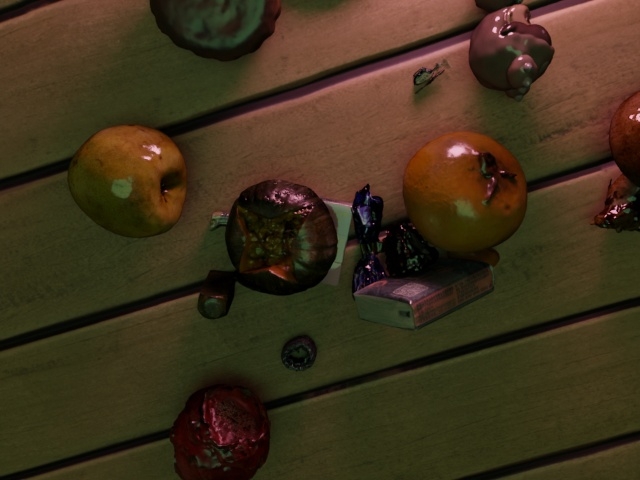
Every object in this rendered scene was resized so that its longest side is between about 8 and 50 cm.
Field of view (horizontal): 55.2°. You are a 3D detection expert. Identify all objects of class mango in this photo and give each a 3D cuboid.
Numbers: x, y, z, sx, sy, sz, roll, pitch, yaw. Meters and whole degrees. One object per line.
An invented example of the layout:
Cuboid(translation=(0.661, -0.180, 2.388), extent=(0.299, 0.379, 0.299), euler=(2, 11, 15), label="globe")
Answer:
Cuboid(translation=(0.437, 0.047, 1.757), extent=(0.159, 0.084, 0.105), euler=(24, 109, -5), label="mango")

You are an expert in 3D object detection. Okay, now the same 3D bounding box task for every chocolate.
Cuboid(translation=(0.140, 0.006, 1.740), extent=(0.148, 0.126, 0.343), euler=(-14, 105, -36), label="chocolate")
Cuboid(translation=(0.232, 0.010, 1.656), extent=(0.156, 0.156, 0.133), euler=(-21, 104, 6), label="chocolate")

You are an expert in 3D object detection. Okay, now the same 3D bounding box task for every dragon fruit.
Cuboid(translation=(-0.290, 0.582, 1.799), extent=(0.295, 0.295, 0.302), euler=(20, 107, -4), label="dragon fruit")

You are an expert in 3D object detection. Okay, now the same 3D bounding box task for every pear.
Cuboid(translation=(-0.511, -0.155, 1.612), extent=(0.304, 0.304, 0.304), euler=(0, 104, 1), label="pear")

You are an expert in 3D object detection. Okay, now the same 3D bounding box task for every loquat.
Cuboid(translation=(0.367, -0.116, 1.616), extent=(0.328, 0.359, 0.328), euler=(7, 66, -17), label="loquat")

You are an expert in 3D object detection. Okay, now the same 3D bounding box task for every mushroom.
Cuboid(translation=(0.914, -0.221, 1.635), extent=(0.331, 0.356, 0.334), euler=(1, 67, 3), label="mushroom")

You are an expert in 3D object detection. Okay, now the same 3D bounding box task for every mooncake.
Cuboid(translation=(-0.254, -0.614, 1.544), extent=(0.324, 0.187, 0.324), euler=(1, 103, 2), label="mooncake")

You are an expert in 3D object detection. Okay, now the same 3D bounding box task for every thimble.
Cuboid(translation=(-0.064, 0.342, 1.847), extent=(0.104, 0.066, 0.095), euler=(-38, 100, 12), label="thimble")

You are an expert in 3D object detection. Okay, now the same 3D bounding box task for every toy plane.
Cuboid(translation=(0.293, -0.451, 1.659), extent=(0.120, 0.031, 0.049), euler=(-39, 106, 12), label="toy plane")

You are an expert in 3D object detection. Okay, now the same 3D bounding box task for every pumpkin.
Cuboid(translation=(-0.104, -0.006, 1.632), extent=(0.320, 0.192, 0.320), euler=(3, 99, 20), label="pumpkin")

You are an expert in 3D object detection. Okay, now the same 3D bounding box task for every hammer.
Cuboid(translation=(-0.204, -0.038, 1.763), extent=(0.226, 0.041, 0.159), euler=(14, 104, -3), label="hammer")

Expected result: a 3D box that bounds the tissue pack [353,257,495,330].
Cuboid(translation=(0.278, 0.135, 1.638), extent=(0.315, 0.228, 0.103), euler=(-20, 105, -34), label="tissue pack")

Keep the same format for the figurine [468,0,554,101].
Cuboid(translation=(0.458, -0.543, 1.548), extent=(0.203, 0.248, 0.381), euler=(-15, 91, 10), label="figurine")

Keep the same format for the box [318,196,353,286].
Cuboid(translation=(0.000, 0.000, 1.757), extent=(0.155, 0.067, 0.243), euler=(10, 103, 0), label="box")

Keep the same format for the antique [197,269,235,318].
Cuboid(translation=(-0.292, 0.155, 1.720), extent=(0.081, 0.221, 0.080), euler=(6, 105, -2), label="antique")
